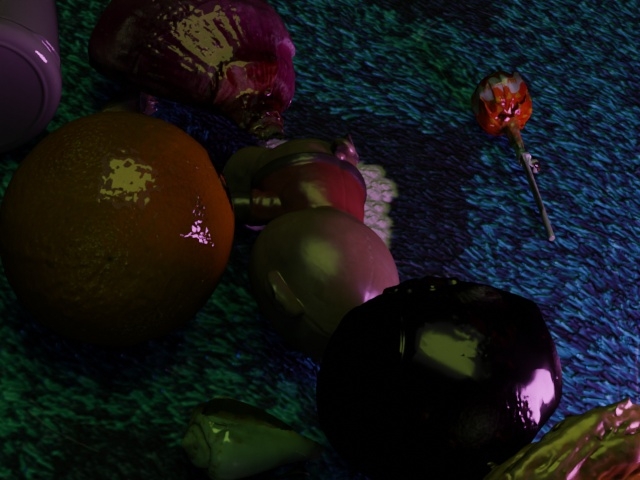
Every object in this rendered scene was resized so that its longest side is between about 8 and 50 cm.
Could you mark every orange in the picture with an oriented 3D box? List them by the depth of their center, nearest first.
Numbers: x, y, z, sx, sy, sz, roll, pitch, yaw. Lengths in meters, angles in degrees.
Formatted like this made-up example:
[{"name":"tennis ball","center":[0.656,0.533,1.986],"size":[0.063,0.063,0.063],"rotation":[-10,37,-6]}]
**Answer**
[{"name":"orange","center":[-0.227,-0.014,1.891],"size":[0.274,0.274,0.274],"rotation":[9,41,-8]}]

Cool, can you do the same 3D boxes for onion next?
[{"name":"onion","center":[-0.131,-0.255,2.185],"size":[0.267,0.159,0.349],"rotation":[-4,24,-39]}]

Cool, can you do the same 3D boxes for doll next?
[{"name":"doll","center":[0.000,0.000,2.009],"size":[0.235,0.174,0.330],"rotation":[28,34,-38]}]

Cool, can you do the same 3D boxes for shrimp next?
[{"name":"shrimp","center":[-0.229,-0.136,2.195],"size":[0.143,0.052,0.251],"rotation":[28,41,-10]}]

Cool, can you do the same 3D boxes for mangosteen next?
[{"name":"mangosteen","center":[0.122,0.178,1.778],"size":[0.233,0.287,0.287],"rotation":[18,35,-32]}]

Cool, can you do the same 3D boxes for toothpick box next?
[{"name":"toothpick box","center":[-0.433,-0.272,2.170],"size":[0.229,0.229,0.316],"rotation":[4,41,-13]}]

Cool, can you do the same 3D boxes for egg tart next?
[{"name":"egg tart","center":[0.243,0.306,1.658],"size":[0.352,0.352,0.150],"rotation":[-15,22,-30]}]

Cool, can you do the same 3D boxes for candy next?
[{"name":"candy","center":[0.276,-0.117,2.309],"size":[0.078,0.084,0.287],"rotation":[1,50,-21]}]

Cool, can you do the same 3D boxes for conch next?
[{"name":"conch","center":[-0.078,0.212,1.832],"size":[0.170,0.079,0.105],"rotation":[7,45,-33]}]
